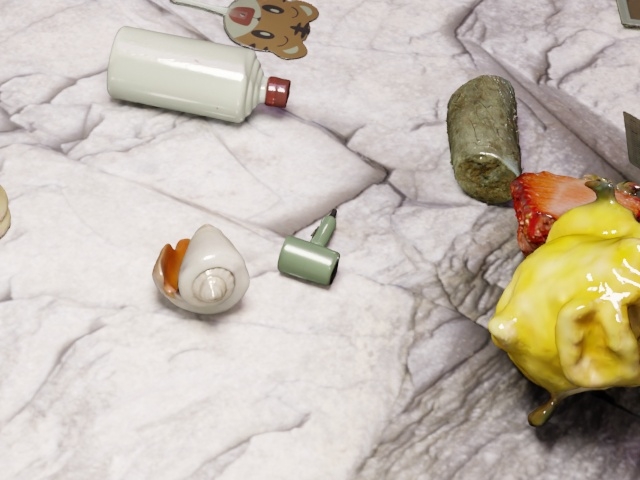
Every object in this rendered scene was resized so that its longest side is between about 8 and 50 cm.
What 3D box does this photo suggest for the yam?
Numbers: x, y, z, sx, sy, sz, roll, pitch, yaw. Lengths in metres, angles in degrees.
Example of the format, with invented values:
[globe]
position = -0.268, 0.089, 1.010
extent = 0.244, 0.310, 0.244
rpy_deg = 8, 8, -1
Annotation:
[yam]
position = 0.223, -0.138, 1.945
extent = 0.107, 0.107, 0.183
rpy_deg = 5, 45, -5

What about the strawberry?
[strawberry]
position = 0.308, -0.017, 1.815
extent = 0.236, 0.107, 0.175
rpy_deg = -7, 24, -38

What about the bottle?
[bottle]
position = -0.162, -0.223, 1.956
extent = 0.245, 0.104, 0.104
rpy_deg = 12, 44, 2

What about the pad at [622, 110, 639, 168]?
[pad]
position = 0.512, -0.072, 1.896
extent = 0.265, 0.159, 0.009
rpy_deg = 35, 80, 26

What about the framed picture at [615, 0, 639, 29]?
[framed picture]
position = 0.617, -0.400, 2.342
extent = 0.293, 0.018, 0.231
rpy_deg = 6, 44, -4

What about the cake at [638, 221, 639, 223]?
[cake]
position = 0.454, 0.016, 1.870
extent = 0.220, 0.117, 0.086
rpy_deg = -43, 57, -3

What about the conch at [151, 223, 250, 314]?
[conch]
position = -0.145, 0.024, 1.716
extent = 0.104, 0.094, 0.176
rpy_deg = -35, 43, 11

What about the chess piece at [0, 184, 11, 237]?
[chess piece]
position = -0.421, -0.083, 1.718
extent = 0.094, 0.170, 0.094
rpy_deg = 5, 42, -5

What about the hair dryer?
[hair dryer]
position = 0.000, 0.000, 1.811
extent = 0.071, 0.047, 0.150
rpy_deg = 19, 34, 7

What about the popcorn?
[popcorn]
position = 0.341, 0.069, 1.633
extent = 0.297, 0.281, 0.316
rpy_deg = -4, 6, 42

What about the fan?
[fan]
position = -0.119, -0.336, 2.149
extent = 0.226, 0.008, 0.152
rpy_deg = 14, 45, 3
